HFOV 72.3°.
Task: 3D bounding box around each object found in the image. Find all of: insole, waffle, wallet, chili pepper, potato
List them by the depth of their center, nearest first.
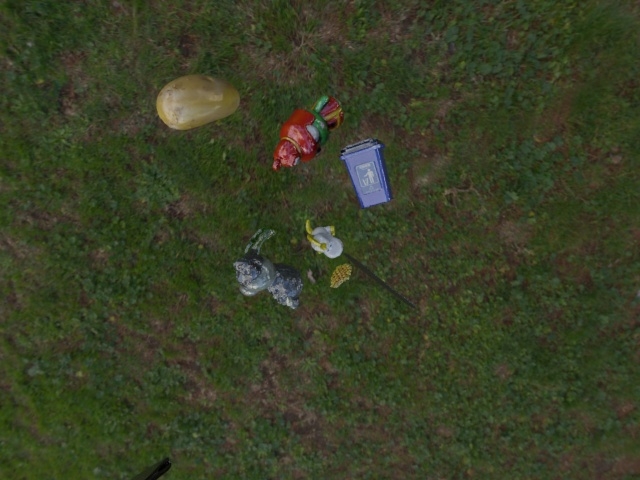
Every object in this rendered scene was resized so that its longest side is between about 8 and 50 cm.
[{"bbox_3d":[-0.325,-0.376,1.182,0.150,0.234,0.146,38,141,26],"label":"potato"},{"bbox_3d":[-0.571,0.715,1.195,0.318,0.172,0.045,-32,85,1],"label":"wallet"},{"bbox_3d":[0.063,0.104,1.328,0.085,0.078,0.016,-27,131,37],"label":"waffle"},{"bbox_3d":[0.212,0.144,1.592,0.322,0.109,0.007,37,81,5],"label":"insole"},{"bbox_3d":[-0.251,0.028,1.700,0.073,0.072,0.204,34,97,-15],"label":"chili pepper"}]

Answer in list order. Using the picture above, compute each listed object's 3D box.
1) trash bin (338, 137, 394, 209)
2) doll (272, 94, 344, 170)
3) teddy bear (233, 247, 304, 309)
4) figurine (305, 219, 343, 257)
[{"bbox_3d":[0.179,-0.245,1.605,0.162,0.184,0.235,-16,96,18],"label":"trash bin"},{"bbox_3d":[-0.060,-0.384,1.594,0.160,0.363,0.183,30,156,15],"label":"doll"},{"bbox_3d":[-0.187,0.114,1.411,0.251,0.171,0.144,27,110,-25],"label":"teddy bear"},{"bbox_3d":[0.006,0.005,1.442,0.129,0.178,0.109,32,104,-22],"label":"figurine"}]
